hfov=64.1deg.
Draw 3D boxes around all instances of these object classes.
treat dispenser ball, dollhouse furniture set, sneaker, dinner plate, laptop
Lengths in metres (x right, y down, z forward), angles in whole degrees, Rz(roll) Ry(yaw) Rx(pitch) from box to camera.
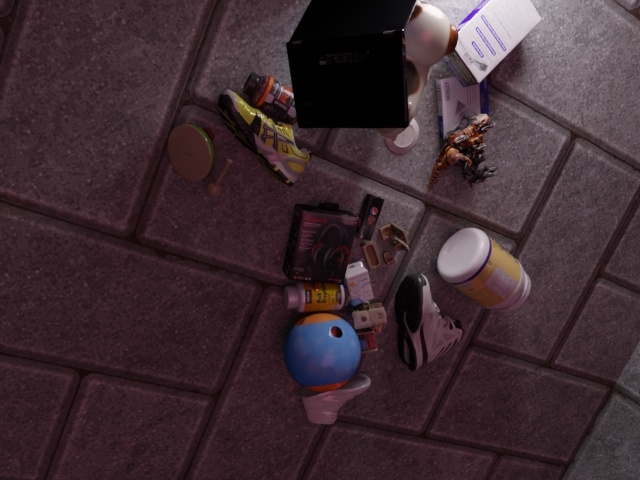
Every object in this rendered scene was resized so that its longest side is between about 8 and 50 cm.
[{"bbox_3d":[0.006,0.413,1.900,0.287,0.288,0.289,-6,109,-16],"label":"treat dispenser ball"},{"bbox_3d":[0.251,0.038,1.949,0.151,0.123,0.144,-26,113,-8],"label":"dollhouse furniture set"},{"bbox_3d":[0.200,0.349,1.988,0.128,0.129,0.184,-11,92,3],"label":"dollhouse furniture set"},{"bbox_3d":[-0.183,-0.354,1.684,0.147,0.145,0.385,-48,125,-7],"label":"sneaker"},{"bbox_3d":[0.455,0.307,2.107,0.257,0.169,0.448,-16,120,-22],"label":"sneaker"},{"bbox_3d":[0.303,-0.391,1.886,0.141,0.017,0.141,-6,110,-16],"label":"dinner plate"},{"bbox_3d":[0.071,0.657,2.110,0.292,0.108,0.169,-12,113,-4],"label":"sneaker"},{"bbox_3d":[0.120,-0.568,1.548,0.236,0.381,0.408,-37,127,-49],"label":"laptop"}]

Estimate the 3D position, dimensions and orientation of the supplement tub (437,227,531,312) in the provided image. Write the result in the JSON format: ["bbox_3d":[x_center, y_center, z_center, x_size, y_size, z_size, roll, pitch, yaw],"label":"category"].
[{"bbox_3d":[0.657,0.127,2.048,0.331,0.241,0.241,34,95,-25],"label":"supplement tub"}]

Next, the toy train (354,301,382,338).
[{"bbox_3d":[0.200,0.334,2.072,0.125,0.046,0.167,11,104,-21],"label":"toy train"}]

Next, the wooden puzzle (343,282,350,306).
[{"bbox_3d":[0.090,0.210,1.970,0.014,0.116,0.079,-19,69,-26],"label":"wooden puzzle"}]

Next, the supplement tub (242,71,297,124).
[{"bbox_3d":[-0.151,-0.464,1.662,0.197,0.106,0.106,25,98,-24],"label":"supplement tub"}]

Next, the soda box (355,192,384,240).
[{"bbox_3d":[0.181,-0.088,1.923,0.060,0.053,0.169,13,104,-22],"label":"soda box"}]

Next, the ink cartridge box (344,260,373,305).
[{"bbox_3d":[0.135,0.160,1.969,0.092,0.090,0.143,-19,113,-11],"label":"ink cartridge box"}]

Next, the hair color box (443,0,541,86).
[{"bbox_3d":[0.591,-0.727,1.798,0.339,0.110,0.185,-45,108,-7],"label":"hair color box"}]

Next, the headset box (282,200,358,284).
[{"bbox_3d":[0.000,0.000,1.861,0.217,0.110,0.294,7,105,-20],"label":"headset box"}]

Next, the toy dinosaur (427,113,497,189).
[{"bbox_3d":[0.528,-0.323,1.919,0.218,0.165,0.322,32,138,-23],"label":"toy dinosaur"}]

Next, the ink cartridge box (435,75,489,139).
[{"bbox_3d":[0.544,-0.505,1.911,0.223,0.045,0.224,-15,111,-13],"label":"ink cartridge box"}]

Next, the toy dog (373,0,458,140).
[{"bbox_3d":[0.239,-0.553,1.619,0.284,0.395,0.408,28,104,-12],"label":"toy dog"}]

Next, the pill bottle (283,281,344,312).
[{"bbox_3d":[-0.026,0.208,1.916,0.214,0.117,0.118,-1,108,-18],"label":"pill bottle"}]

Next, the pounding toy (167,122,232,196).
[{"bbox_3d":[-0.368,-0.275,1.644,0.237,0.110,0.183,42,126,9],"label":"pounding toy"}]
